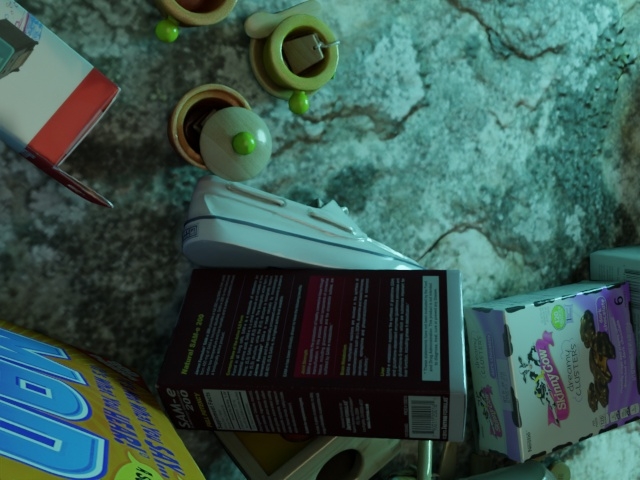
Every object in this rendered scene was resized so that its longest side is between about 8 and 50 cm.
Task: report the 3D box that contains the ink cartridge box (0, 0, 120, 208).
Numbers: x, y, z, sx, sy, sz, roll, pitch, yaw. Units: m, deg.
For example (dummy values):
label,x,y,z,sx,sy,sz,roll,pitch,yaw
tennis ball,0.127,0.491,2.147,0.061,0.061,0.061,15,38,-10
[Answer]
label,x,y,z,sx,sy,sz,roll,pitch,yaw
ink cartridge box,-0.237,-0.124,0.527,0.231,0.134,0.078,40,78,-23

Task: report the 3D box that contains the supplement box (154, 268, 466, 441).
label,x,y,z,sx,sy,sz,roll,pitch,yaw
supplement box,-0.002,0.092,0.594,0.240,0.130,0.073,1,134,9

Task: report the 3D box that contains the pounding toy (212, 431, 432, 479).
label,x,y,z,sx,sy,sz,roll,pitch,yaw
pounding toy,0.025,0.157,0.637,0.206,0.181,0.094,-35,130,-17

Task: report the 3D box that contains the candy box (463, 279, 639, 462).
label,x,y,z,sx,sy,sz,roll,pitch,yaw
candy box,0.266,0.140,0.799,0.196,0.070,0.164,-8,92,-29

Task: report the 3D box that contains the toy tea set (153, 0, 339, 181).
label,x,y,z,sx,sy,sz,roll,pitch,yaw
toy tea set,-0.053,-0.220,0.604,0.200,0.124,0.335,-7,98,-24

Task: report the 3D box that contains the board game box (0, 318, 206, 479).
label,x,y,z,sx,sy,sz,roll,pitch,yaw
board game box,-0.314,0.221,0.405,0.357,0.356,0.356,27,84,-23

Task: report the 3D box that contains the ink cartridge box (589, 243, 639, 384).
label,x,y,z,sx,sy,sz,roll,pitch,yaw
ink cartridge box,0.420,0.093,0.802,0.093,0.212,0.154,-7,98,-24

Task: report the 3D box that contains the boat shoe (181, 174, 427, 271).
label,x,y,z,sx,sy,sz,roll,pitch,yaw
boat shoe,0.000,0.000,0.669,0.258,0.095,0.084,18,62,-27

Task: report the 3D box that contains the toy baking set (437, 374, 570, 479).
label,x,y,z,sx,sy,sz,roll,pitch,yaw
toy baking set,0.195,0.271,0.824,0.256,0.030,0.196,39,76,-23

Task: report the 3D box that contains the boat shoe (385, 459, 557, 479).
label,x,y,z,sx,sy,sz,roll,pitch,yaw
boat shoe,0.101,0.287,0.715,0.303,0.113,0.103,-23,92,-7
